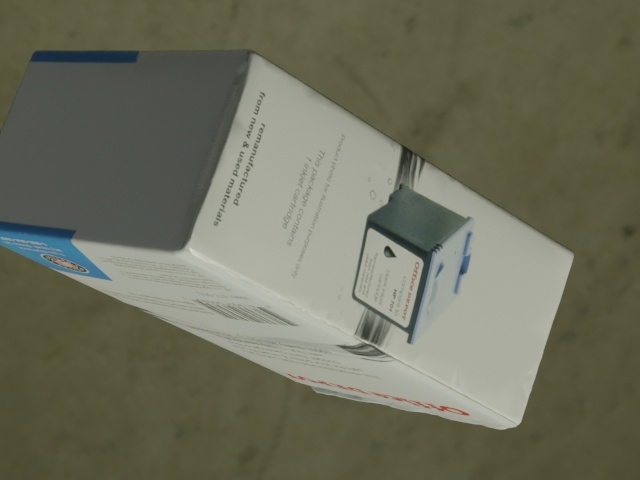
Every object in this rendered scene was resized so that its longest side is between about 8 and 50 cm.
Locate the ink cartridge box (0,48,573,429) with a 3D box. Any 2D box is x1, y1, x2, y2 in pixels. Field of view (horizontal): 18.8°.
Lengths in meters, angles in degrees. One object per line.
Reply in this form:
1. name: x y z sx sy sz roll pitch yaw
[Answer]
1. ink cartridge box: -0.017 0.000 0.754 0.191 0.140 0.082 27 76 -41
